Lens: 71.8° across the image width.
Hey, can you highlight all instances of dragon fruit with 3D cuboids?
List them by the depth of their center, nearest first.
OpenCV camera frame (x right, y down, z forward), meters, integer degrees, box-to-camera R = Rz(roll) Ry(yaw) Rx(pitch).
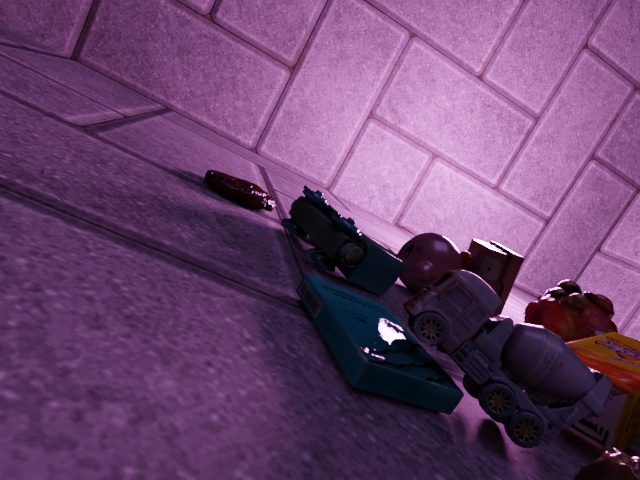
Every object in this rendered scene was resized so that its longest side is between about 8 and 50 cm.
[{"bbox_3d":[0.669,0.234,1.183,0.243,0.228,0.307,36,10,14],"label":"dragon fruit"}]

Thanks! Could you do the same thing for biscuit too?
[{"bbox_3d":[-0.201,-0.130,1.126,0.192,0.049,0.192,29,7,-4],"label":"biscuit"}]

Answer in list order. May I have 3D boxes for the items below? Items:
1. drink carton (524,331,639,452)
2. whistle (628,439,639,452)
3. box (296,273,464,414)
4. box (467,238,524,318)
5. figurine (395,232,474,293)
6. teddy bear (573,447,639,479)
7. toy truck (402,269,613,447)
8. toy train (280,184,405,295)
[{"bbox_3d":[0.520,0.250,0.785,0.351,0.111,0.154,3,14,-38],"label":"drink carton"},{"bbox_3d":[0.580,0.338,0.895,0.126,0.067,0.258,29,8,1],"label":"whistle"},{"bbox_3d":[0.069,0.132,0.607,0.160,0.042,0.226,23,12,-27],"label":"box"},{"bbox_3d":[0.420,0.111,1.152,0.086,0.215,0.215,18,10,5],"label":"box"},{"bbox_3d":[0.276,0.061,1.142,0.173,0.173,0.173,28,11,-6],"label":"figurine"},{"bbox_3d":[0.347,0.258,0.259,0.222,0.246,0.296,6,48,-18],"label":"teddy bear"},{"bbox_3d":[0.236,0.144,0.575,0.257,0.140,0.108,47,2,9],"label":"toy truck"},{"bbox_3d":[0.038,-0.006,0.982,0.194,0.120,0.298,29,10,-35],"label":"toy train"}]
